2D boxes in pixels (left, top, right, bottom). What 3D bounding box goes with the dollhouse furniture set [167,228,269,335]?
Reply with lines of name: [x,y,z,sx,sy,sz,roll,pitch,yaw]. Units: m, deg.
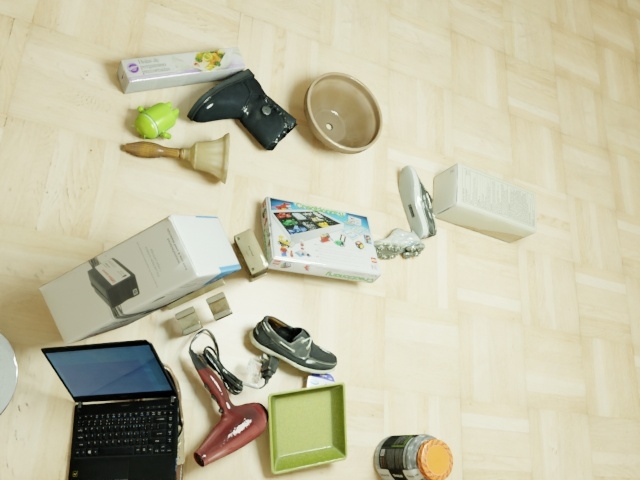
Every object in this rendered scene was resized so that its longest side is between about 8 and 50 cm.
dollhouse furniture set: [-0.253,0.077,1.437,0.242,0.161,0.212,-25,85,-10]

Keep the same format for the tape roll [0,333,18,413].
tape roll: [-0.687,0.258,1.152,0.219,0.072,0.219,10,68,-26]

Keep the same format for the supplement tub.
supplement tub: [0.224,0.526,1.481,0.116,0.190,0.117,9,69,-25]

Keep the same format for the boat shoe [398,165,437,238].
boat shoe: [0.287,-0.113,1.806,0.070,0.077,0.220,-10,86,-30]

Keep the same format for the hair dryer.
hair dryer: [-0.218,0.361,1.376,0.223,0.080,0.294,22,50,-17]

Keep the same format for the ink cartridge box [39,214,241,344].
ink cartridge box: [-0.347,0.072,1.225,0.307,0.223,0.129,-26,86,13]

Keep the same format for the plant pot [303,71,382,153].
plant pot: [0.047,-0.339,1.729,0.237,0.109,0.238,10,68,-25]

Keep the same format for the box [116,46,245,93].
box: [-0.349,-0.436,1.574,0.323,0.067,0.063,-18,82,-31]

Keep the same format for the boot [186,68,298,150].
boot: [-0.194,-0.316,1.598,0.207,0.094,0.246,48,52,-2]

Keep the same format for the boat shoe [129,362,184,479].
boat shoe: [-0.335,0.409,1.263,0.123,0.116,0.325,-2,74,-29]

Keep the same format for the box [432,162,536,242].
box: [0.504,-0.111,1.890,0.311,0.121,0.148,18,66,-22]

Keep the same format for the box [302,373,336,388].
box: [-0.007,0.390,1.501,0.081,0.028,0.136,19,63,-21]

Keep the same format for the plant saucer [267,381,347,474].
plant saucer: [-0.034,0.426,1.428,0.188,0.045,0.189,-4,95,-21]

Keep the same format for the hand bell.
hand bell: [-0.346,-0.210,1.494,0.241,0.126,0.126,4,71,-14]

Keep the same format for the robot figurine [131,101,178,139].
robot figurine: [-0.399,-0.290,1.496,0.101,0.067,0.115,46,58,0]

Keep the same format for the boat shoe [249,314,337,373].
boat shoe: [-0.052,0.251,1.480,0.233,0.079,0.084,28,24,-18]

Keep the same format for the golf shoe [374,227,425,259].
golf shoe: [0.206,0.005,1.737,0.176,0.069,0.086,2,52,-31]

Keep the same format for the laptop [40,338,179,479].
laptop: [-0.403,0.338,1.173,0.234,0.136,0.265,-7,70,13]

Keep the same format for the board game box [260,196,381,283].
board game box: [0.000,0.000,1.591,0.305,0.053,0.193,10,51,-25]
